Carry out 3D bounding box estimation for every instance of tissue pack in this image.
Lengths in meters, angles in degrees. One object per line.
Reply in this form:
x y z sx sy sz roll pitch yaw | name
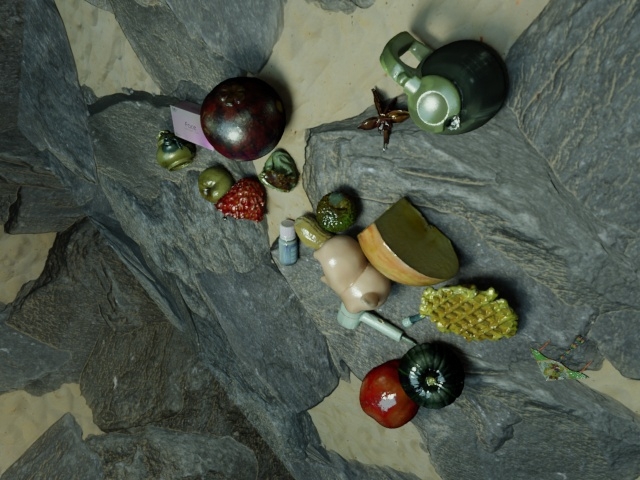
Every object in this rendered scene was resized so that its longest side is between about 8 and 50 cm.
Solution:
-0.519 -0.493 2.035 0.246 0.092 0.148 24 132 27 | tissue pack

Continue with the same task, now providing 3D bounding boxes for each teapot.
0.320 -0.419 1.235 0.240 0.239 0.321 -13 107 44 | teapot
-0.674 -0.419 2.174 0.182 0.173 0.269 64 173 -2 | teapot

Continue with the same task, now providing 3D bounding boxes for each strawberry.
-0.335 -0.182 2.027 0.234 0.234 0.177 24 105 28 | strawberry

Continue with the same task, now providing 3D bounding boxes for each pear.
-0.471 -0.248 2.128 0.167 0.136 0.167 18 125 27 | pear

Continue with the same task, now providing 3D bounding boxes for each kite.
0.785 0.385 1.554 0.198 0.006 0.244 30 134 23 | kite

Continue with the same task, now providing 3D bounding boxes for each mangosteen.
-0.269 -0.423 1.737 0.306 0.306 0.359 31 166 22 | mangosteen

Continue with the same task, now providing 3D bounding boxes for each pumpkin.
0.417 0.508 1.786 0.250 0.216 0.249 -1 83 13 | pumpkin

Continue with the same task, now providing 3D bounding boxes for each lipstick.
0.371 0.304 1.846 0.116 0.037 0.037 -34 93 44 | lipstick

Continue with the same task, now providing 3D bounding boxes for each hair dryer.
0.246 0.335 1.950 0.357 0.107 0.173 28 134 13 | hair dryer

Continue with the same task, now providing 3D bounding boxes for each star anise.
0.205 -0.376 1.513 0.158 0.144 0.140 28 89 15 | star anise

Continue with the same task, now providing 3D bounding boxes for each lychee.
0.058 -0.100 1.760 0.171 0.171 0.171 23 131 29 | lychee

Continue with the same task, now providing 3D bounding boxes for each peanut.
0.000 0.000 1.916 0.263 0.101 0.117 39 162 11 | peanut

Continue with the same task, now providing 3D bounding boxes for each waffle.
0.494 0.245 1.600 0.325 0.068 0.302 0 139 35 | waffle

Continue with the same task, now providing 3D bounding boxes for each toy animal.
0.127 0.124 1.784 0.269 0.237 0.326 9 137 40 | toy animal

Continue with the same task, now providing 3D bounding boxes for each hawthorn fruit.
0.309 0.625 1.971 0.265 0.265 0.307 44 130 8 | hawthorn fruit

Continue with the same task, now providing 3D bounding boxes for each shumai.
-0.184 -0.246 1.874 0.184 0.142 0.184 19 126 29 | shumai

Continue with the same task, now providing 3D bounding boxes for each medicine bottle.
-0.140 0.010 2.054 0.083 0.083 0.203 24 133 28 | medicine bottle

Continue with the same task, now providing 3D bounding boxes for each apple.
0.296 0.030 1.604 0.309 0.252 0.314 50 -177 2 | apple
